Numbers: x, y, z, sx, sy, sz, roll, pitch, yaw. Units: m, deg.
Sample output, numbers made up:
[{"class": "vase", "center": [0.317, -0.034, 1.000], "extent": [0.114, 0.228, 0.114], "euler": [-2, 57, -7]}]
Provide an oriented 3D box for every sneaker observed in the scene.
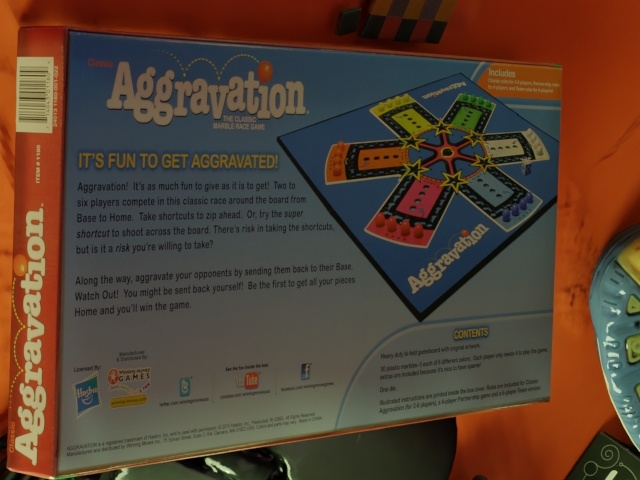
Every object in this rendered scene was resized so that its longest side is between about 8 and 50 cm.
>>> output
[{"class": "sneaker", "center": [0.223, 0.076, 1.062], "extent": [0.112, 0.131, 0.296], "euler": [-40, 125, 9]}]

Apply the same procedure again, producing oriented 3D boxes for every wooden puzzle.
[{"class": "wooden puzzle", "center": [0.038, -0.100, 0.754], "extent": [0.083, 0.006, 0.049], "euler": [-2, 121, -50]}]

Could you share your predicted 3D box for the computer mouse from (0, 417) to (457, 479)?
[{"class": "computer mouse", "center": [-0.022, 0.097, 0.801], "extent": [0.272, 0.072, 0.188], "euler": [14, 108, -54]}]

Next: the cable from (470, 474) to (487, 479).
[{"class": "cable", "center": [0.028, 0.204, 0.994], "extent": [0.184, 0.047, 0.150], "euler": [-41, 150, -23]}]

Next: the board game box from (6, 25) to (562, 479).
[{"class": "board game box", "center": [0.000, 0.000, 0.728], "extent": [0.281, 0.027, 0.145], "euler": [-2, 96, -50]}]

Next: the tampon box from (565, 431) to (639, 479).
[{"class": "tampon box", "center": [0.174, 0.211, 1.100], "extent": [0.161, 0.120, 0.101], "euler": [-56, 146, 4]}]
